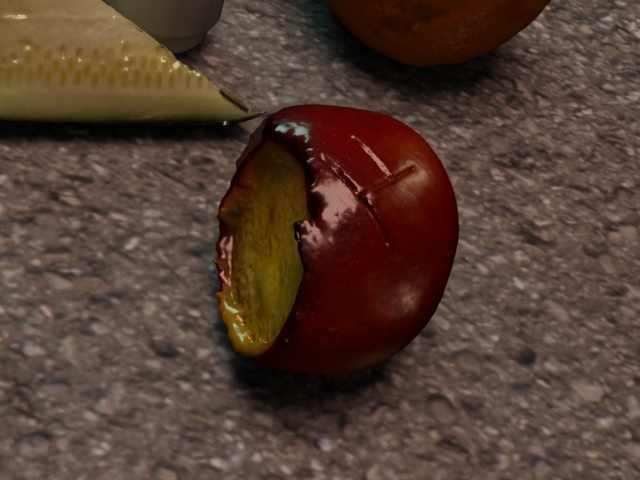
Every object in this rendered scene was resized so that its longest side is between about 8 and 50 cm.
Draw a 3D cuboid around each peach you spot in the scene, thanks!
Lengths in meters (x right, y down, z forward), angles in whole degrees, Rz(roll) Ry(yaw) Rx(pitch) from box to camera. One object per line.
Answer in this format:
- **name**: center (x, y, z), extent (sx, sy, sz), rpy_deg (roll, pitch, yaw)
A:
- **peach**: center (0.000, 0.000, 1.180), extent (0.190, 0.196, 0.226), rpy_deg (4, 34, 35)

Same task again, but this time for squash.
- **squash**: center (-0.180, -0.183, 1.341), extent (0.252, 0.093, 0.169), rpy_deg (-2, 92, -24)

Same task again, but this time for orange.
- **orange**: center (0.111, -0.301, 1.493), extent (0.261, 0.261, 0.261), rpy_deg (12, 44, -12)

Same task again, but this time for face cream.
- **face cream**: center (-0.143, -0.238, 1.413), extent (0.117, 0.104, 0.117), rpy_deg (11, 44, -11)
